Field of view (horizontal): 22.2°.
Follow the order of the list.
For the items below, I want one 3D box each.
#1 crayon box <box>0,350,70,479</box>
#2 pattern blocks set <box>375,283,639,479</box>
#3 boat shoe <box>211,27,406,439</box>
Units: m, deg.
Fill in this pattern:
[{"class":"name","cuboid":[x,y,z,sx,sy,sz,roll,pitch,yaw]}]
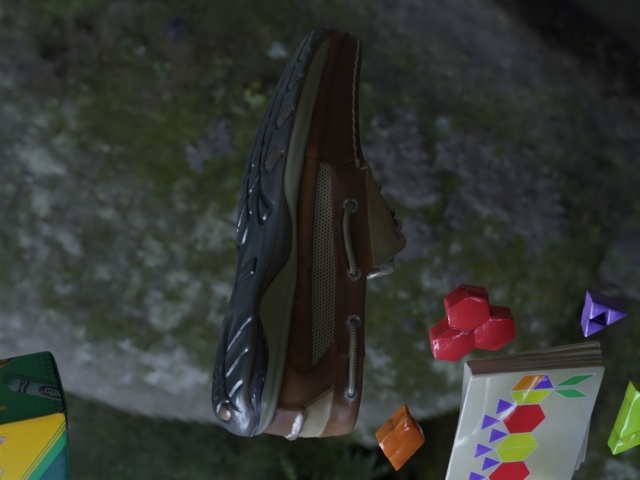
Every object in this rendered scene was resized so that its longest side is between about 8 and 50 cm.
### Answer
[{"class":"crayon box","cuboid":[-0.397,0.213,1.641,0.278,0.081,0.165,-10,142,-15]},{"class":"pattern blocks set","cuboid":[0.195,0.173,1.570,0.285,0.325,0.026,4,-143,-18]},{"class":"boat shoe","cuboid":[0.000,0.000,1.274,0.119,0.324,0.122,13,169,-15]}]
